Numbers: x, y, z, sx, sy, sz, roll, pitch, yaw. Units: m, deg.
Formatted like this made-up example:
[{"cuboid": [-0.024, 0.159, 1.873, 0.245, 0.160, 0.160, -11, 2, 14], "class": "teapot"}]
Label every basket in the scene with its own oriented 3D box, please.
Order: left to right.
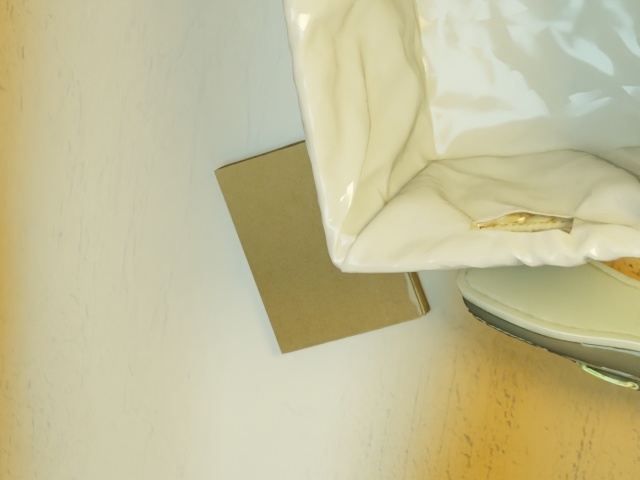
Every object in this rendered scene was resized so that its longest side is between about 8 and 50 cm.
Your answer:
[{"cuboid": [0.171, -0.163, 1.692, 0.328, 0.266, 0.331, -4, 103, 22], "class": "basket"}]

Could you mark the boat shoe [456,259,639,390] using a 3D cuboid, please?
[{"cuboid": [0.270, 0.084, 1.815, 0.305, 0.109, 0.091, 13, 136, 18], "class": "boat shoe"}]

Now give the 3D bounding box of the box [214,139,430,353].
[{"cuboid": [0.000, 0.000, 1.943, 0.164, 0.021, 0.201, -16, 100, 25], "class": "box"}]
